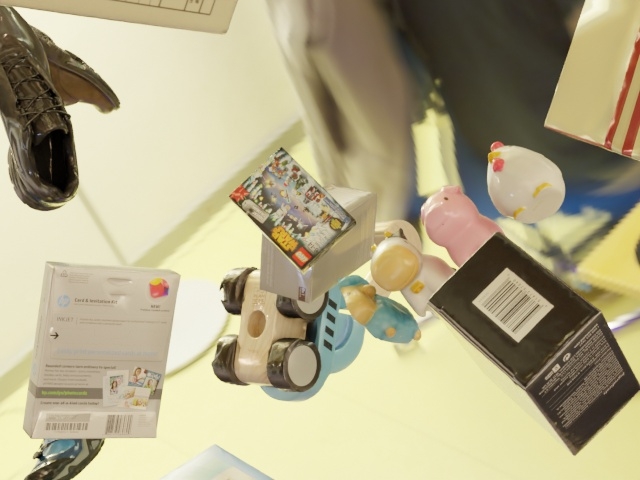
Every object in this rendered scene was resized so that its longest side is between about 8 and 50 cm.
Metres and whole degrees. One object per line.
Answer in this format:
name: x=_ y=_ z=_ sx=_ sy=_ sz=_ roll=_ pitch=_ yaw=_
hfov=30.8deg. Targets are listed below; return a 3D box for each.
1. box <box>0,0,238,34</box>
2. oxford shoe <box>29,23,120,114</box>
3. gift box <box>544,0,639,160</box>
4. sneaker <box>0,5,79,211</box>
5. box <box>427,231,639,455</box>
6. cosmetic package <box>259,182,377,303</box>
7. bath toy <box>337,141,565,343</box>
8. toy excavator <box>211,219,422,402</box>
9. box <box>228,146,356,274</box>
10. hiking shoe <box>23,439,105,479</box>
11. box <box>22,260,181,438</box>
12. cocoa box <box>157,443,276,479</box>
box: x=-0.154 y=-0.223 z=0.679 sx=0.232 sy=0.148 sz=0.127 roll=0 pitch=33 yaw=-42
oxford shoe: x=-0.383 y=-0.231 z=1.709 sx=0.083 sy=0.227 sz=0.096 roll=41 pitch=95 yaw=34
gift box: x=0.371 y=-0.177 z=1.008 sx=0.255 sy=0.276 sz=0.258 roll=28 pitch=104 yaw=49
sneaker: x=-0.370 y=-0.176 z=1.491 sx=0.109 sy=0.286 sz=0.130 roll=-26 pitch=14 yaw=-24
box: x=0.227 y=0.110 z=1.211 sx=0.108 sy=0.207 sz=0.153 roll=-45 pitch=50 yaw=-3
cosmetic package: x=0.000 y=0.000 z=1.893 sx=0.107 sy=0.127 sz=0.238 roll=15 pitch=22 yaw=27
bath toy: x=0.181 y=-0.009 z=1.631 sx=0.348 sy=0.151 sz=0.129 roll=-44 pitch=55 yaw=19
toy excavator: x=0.021 y=0.136 z=2.462 sx=0.222 sy=0.445 sz=0.432 roll=-2 pitch=76 yaw=44
box: x=-0.035 y=-0.038 z=1.452 sx=0.094 sy=0.027 sz=0.137 roll=-44 pitch=77 yaw=-6
hiking shoe: x=-0.398 y=0.275 z=1.832 sx=0.113 sy=0.132 sz=0.304 roll=-34 pitch=16 yaw=35
box: x=-0.235 y=0.120 z=1.251 sx=0.145 sy=0.186 sz=0.038 roll=5 pitch=9 yaw=-31
cocoa box: x=-0.166 y=0.433 z=1.295 sx=0.347 sy=0.228 sz=0.231 roll=-29 pitch=26 yaw=-29
